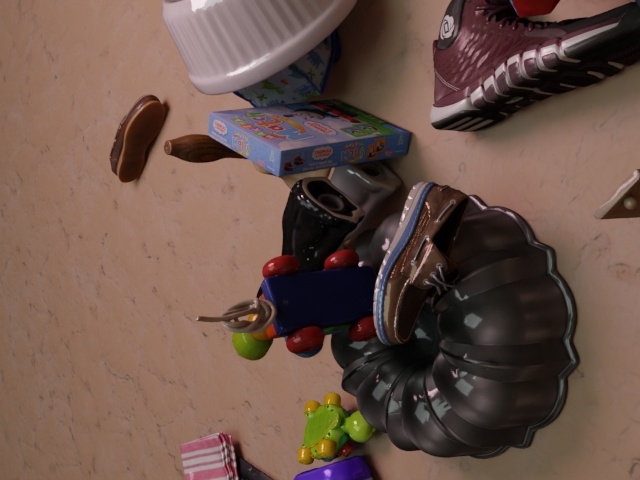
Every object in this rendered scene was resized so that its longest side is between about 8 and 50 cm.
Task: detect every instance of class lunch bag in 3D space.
[{"bbox_3d":[-0.044,-0.269,1.118,0.129,0.096,0.151,-15,51,42],"label":"lunch bag"}]

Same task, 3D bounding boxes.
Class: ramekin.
[{"bbox_3d":[-0.090,-0.329,1.034,0.273,0.273,0.127,8,141,48],"label":"ramekin"}]

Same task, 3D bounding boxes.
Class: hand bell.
[{"bbox_3d":[-0.114,-0.129,1.097,0.126,0.242,0.126,4,95,49],"label":"hand bell"}]

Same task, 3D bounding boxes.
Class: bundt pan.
[{"bbox_3d":[0.131,0.108,0.923,0.331,0.124,0.331,3,94,47],"label":"bundt pan"}]

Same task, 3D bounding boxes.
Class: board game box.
[{"bbox_3d":[-0.014,-0.139,1.004,0.160,0.211,0.039,33,126,42],"label":"board game box"}]

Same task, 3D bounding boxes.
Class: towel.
[{"bbox_3d":[-0.191,0.440,1.331,0.144,0.029,0.197,-28,66,43],"label":"towel"}]

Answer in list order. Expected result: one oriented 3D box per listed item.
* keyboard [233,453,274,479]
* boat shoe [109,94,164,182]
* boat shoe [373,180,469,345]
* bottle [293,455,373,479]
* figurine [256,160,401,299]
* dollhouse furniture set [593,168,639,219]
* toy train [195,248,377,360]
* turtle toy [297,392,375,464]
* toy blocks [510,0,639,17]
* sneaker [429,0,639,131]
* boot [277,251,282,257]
[{"bbox_3d":[-0.123,0.480,1.297,0.317,0.033,0.202,15,104,48],"label":"keyboard"},{"bbox_3d":[-0.369,-0.209,1.507,0.073,0.073,0.207,57,130,28],"label":"boat shoe"},{"bbox_3d":[0.108,0.025,0.806,0.066,0.066,0.183,10,79,35],"label":"boat shoe"},{"bbox_3d":[0.050,0.447,1.052,0.118,0.092,0.283,-33,68,40],"label":"bottle"},{"bbox_3d":[0.000,0.000,1.023,0.092,0.215,0.209,36,123,10],"label":"figurine"},{"bbox_3d":[0.359,-0.020,0.657,0.151,0.123,0.144,57,130,30],"label":"dollhouse furniture set"},{"bbox_3d":[-0.059,0.092,0.861,0.143,0.248,0.105,-42,62,46],"label":"toy train"},{"bbox_3d":[0.024,0.270,1.090,0.130,0.066,0.095,-32,38,45],"label":"turtle toy"},{"bbox_3d":[0.277,-0.320,0.670,0.381,0.190,0.261,-28,70,19],"label":"toy blocks"},{"bbox_3d":[0.215,-0.233,0.827,0.281,0.106,0.163,-19,75,48],"label":"sneaker"},{"bbox_3d":[-0.033,0.083,1.160,0.084,0.059,0.158,32,123,40],"label":"boot"}]
